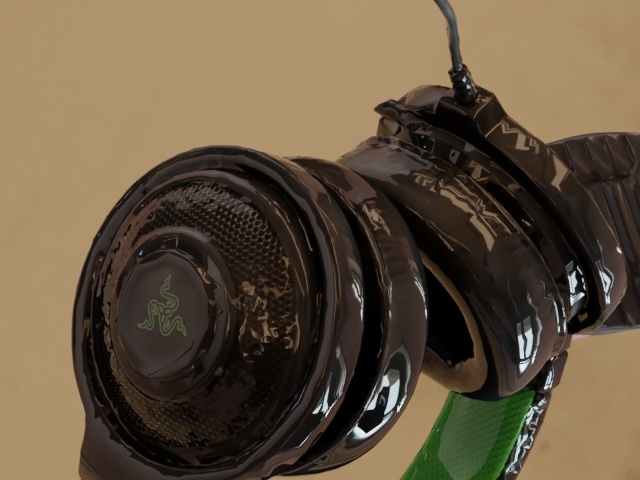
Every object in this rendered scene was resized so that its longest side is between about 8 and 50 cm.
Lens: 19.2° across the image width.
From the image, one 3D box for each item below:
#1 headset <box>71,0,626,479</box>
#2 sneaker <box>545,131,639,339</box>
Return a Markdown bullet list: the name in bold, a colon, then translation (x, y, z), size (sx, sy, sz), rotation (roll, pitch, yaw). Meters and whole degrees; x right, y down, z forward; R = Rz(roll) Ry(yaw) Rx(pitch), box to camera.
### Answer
- **headset**: translation (0.000, 0.000, 0.776), size (0.243, 0.394, 0.185), rotation (-19, -140, -41)
- **sneaker**: translation (0.112, 0.008, 1.071), size (0.319, 0.131, 0.112), rotation (-9, -95, 17)
